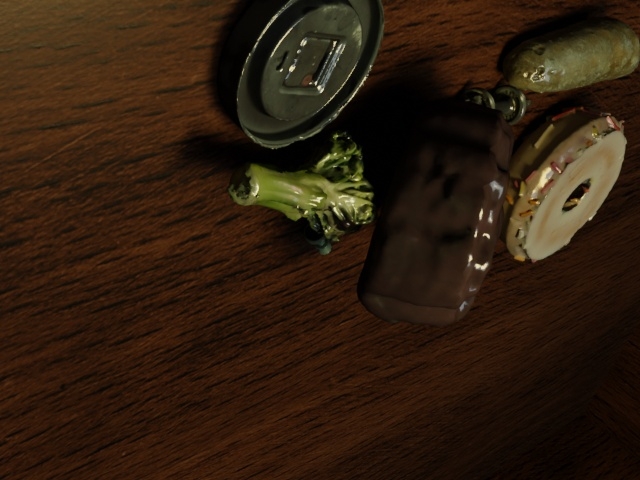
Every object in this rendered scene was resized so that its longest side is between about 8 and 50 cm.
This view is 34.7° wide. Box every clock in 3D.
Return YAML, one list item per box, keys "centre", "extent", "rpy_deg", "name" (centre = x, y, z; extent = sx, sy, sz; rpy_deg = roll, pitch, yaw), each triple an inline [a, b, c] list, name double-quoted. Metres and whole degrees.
- centre: [-0.027, -0.262, 1.460]
  extent: [0.280, 0.055, 0.280]
  rpy_deg: [-34, 148, -24]
  name: "clock"

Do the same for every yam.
- centre: [0.478, -0.353, 1.978]
  extent: [0.330, 0.133, 0.133]
  rpy_deg: [-19, 140, -34]
  name: "yam"

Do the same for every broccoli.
- centre: [-0.036, -0.080, 1.534]
  extent: [0.304, 0.145, 0.165]
  rpy_deg: [-1, 82, -60]
  name: "broccoli"

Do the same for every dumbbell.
- centre: [0.322, -0.251, 1.921]
  extent: [0.254, 0.081, 0.081]
  rpy_deg: [-14, 136, -46]
  name: "dumbbell"

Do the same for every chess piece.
- centre: [0.000, 0.000, 1.829]
  extent: [0.042, 0.042, 0.093]
  rpy_deg: [-45, 156, -6]
  name: "chess piece"

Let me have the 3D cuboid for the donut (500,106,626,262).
- centre: [0.519, -0.132, 2.268]
  extent: [0.382, 0.142, 0.382]
  rpy_deg: [-35, 148, -25]
  name: "donut"

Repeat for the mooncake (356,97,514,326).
- centre: [0.202, -0.055, 1.717]
  extent: [0.350, 0.212, 0.381]
  rpy_deg: [95, 11, -50]
  name: "mooncake"
